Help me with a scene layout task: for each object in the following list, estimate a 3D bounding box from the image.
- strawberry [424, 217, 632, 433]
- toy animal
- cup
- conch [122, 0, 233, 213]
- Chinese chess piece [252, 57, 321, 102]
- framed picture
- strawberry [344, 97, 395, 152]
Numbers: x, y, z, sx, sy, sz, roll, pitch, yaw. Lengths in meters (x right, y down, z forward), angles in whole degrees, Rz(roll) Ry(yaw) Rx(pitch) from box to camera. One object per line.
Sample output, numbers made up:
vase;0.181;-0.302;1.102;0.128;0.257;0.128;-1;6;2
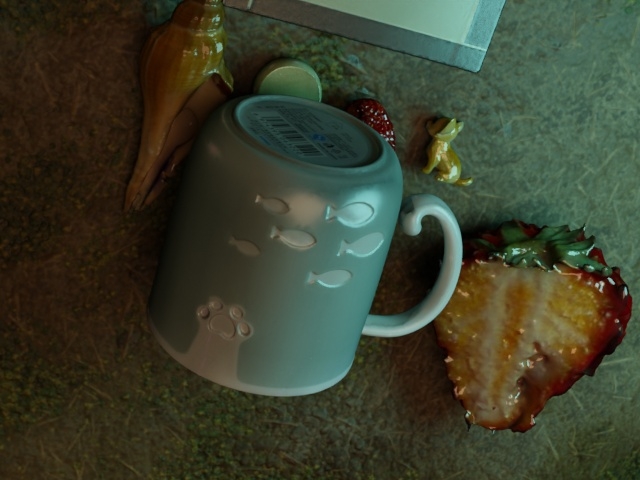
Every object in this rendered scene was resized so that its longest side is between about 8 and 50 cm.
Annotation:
strawberry;0.279;0.095;1.833;0.253;0.150;0.280;-10;120;12
toy animal;0.163;-0.116;1.753;0.081;0.060;0.083;28;109;17
cup;0.000;0.000;1.620;0.356;0.259;0.275;8;120;-16
conch;-0.172;-0.169;1.628;0.109;0.093;0.330;-1;135;-34
Chinese chess piece;-0.040;-0.178;1.681;0.084;0.034;0.084;-5;115;-11
framed picture;0.078;-0.357;1.644;0.347;0.016;0.265;11;110;-19
strawberry;0.055;-0.124;1.707;0.083;0.083;0.096;1;109;-16
